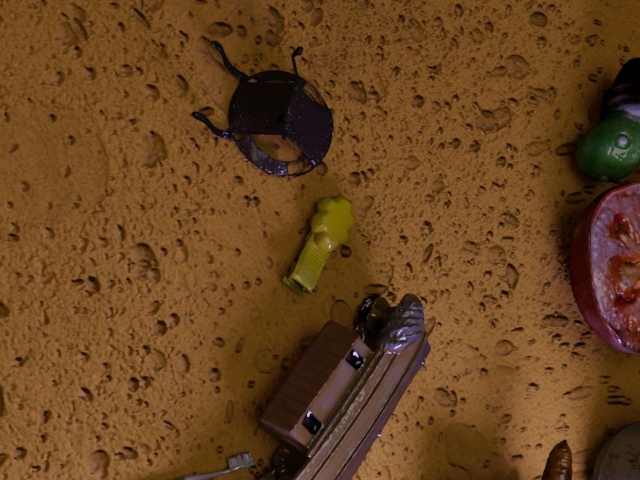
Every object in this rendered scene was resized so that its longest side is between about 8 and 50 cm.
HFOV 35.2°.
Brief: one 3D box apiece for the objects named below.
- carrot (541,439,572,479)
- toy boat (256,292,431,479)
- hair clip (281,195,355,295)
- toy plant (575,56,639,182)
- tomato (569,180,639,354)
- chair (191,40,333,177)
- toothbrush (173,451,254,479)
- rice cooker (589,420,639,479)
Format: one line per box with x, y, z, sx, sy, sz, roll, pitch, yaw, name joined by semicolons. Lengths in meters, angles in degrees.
0.348;0.462;1.552;0.066;0.066;0.314;17;75;-23;carrot
0.009;0.253;1.476;0.162;0.136;0.445;42;67;-19;toy boat
0.000;0.000;1.563;0.072;0.046;0.173;41;65;-19;hair clip
0.580;-0.205;1.817;0.218;0.175;0.235;10;72;12;toy plant
0.563;0.056;1.780;0.338;0.144;0.338;6;75;-23;tomato
-0.071;-0.199;1.539;0.213;0.149;0.174;45;53;-61;chair
-0.210;0.344;1.418;0.257;0.018;0.024;-14;85;-28;toothbrush
0.616;0.419;1.661;0.264;0.317;0.316;13;76;-24;rice cooker
